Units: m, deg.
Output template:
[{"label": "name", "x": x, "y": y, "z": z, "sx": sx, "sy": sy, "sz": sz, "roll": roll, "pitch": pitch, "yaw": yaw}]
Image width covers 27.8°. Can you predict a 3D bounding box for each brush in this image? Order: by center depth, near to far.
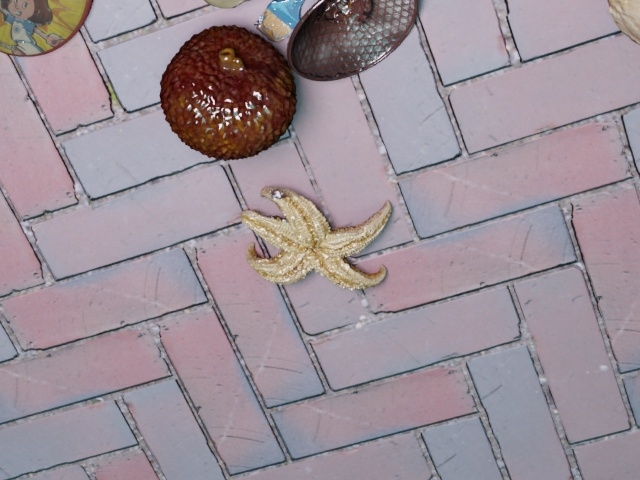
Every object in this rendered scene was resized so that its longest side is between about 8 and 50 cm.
[{"label": "brush", "x": -0.023, "y": -0.335, "z": 1.748, "sx": 0.051, "sy": 0.014, "sz": 0.164, "roll": 36, "pitch": 114, "yaw": -17}]

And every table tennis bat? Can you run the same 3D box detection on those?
[{"label": "table tennis bat", "x": -0.395, "y": -0.389, "z": 1.731, "sx": 0.200, "sy": 0.038, "sz": 0.310, "roll": 15, "pitch": 123, "yaw": -6}]

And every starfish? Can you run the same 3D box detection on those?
[{"label": "starfish", "x": 0.000, "y": 0.002, "z": 1.910, "sx": 0.238, "sy": 0.071, "sz": 0.216, "roll": 38, "pitch": 121, "yaw": -23}]

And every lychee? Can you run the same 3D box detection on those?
[{"label": "lychee", "x": -0.124, "y": -0.195, "z": 1.741, "sx": 0.194, "sy": 0.194, "sz": 0.194, "roll": 2, "pitch": 120, "yaw": 3}]

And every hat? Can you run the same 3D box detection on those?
[{"label": "hat", "x": 0.028, "y": -0.306, "z": 1.728, "sx": 0.193, "sy": 0.082, "sz": 0.193, "roll": -22, "pitch": 152, "yaw": -13}]

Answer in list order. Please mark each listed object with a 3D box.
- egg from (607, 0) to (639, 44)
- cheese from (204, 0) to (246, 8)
[{"label": "egg", "x": 0.471, "y": -0.324, "z": 1.620, "sx": 0.245, "sy": 0.203, "sz": 0.203, "roll": 14, "pitch": 121, "yaw": -22}, {"label": "cheese", "x": -0.077, "y": -0.359, "z": 1.629, "sx": 0.163, "sy": 0.249, "sz": 0.070, "roll": -11, "pitch": 87, "yaw": -9}]
